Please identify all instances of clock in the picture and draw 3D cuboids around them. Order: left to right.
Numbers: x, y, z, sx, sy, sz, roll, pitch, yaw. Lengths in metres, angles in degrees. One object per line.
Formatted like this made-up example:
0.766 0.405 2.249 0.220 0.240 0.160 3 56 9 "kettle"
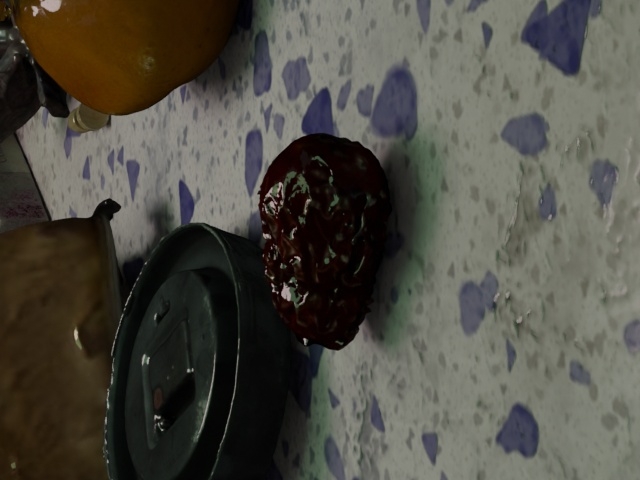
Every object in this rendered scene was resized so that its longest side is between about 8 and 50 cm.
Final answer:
-0.111 0.124 1.543 0.280 0.055 0.280 -32 52 54 "clock"

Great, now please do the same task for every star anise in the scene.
-0.335 -0.226 1.979 0.257 0.111 0.198 -52 58 32 "star anise"

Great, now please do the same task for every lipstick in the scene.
-0.411 -0.091 2.219 0.317 0.066 0.068 -121 39 -47 "lipstick"

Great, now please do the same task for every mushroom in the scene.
-0.315 0.191 1.759 0.224 0.314 0.397 116 142 -80 "mushroom"

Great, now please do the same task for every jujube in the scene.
-0.001 -0.002 1.312 0.104 0.104 0.166 -128 42 -52 "jujube"

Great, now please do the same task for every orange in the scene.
-0.181 -0.225 1.588 0.249 0.183 0.249 -179 90 -66 "orange"

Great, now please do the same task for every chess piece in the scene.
-0.258 -0.132 1.934 0.092 0.035 0.035 169 99 -68 "chess piece"

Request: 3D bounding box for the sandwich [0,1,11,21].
-0.398 -0.295 2.186 0.245 0.063 0.212 124 138 -50 "sandwich"
